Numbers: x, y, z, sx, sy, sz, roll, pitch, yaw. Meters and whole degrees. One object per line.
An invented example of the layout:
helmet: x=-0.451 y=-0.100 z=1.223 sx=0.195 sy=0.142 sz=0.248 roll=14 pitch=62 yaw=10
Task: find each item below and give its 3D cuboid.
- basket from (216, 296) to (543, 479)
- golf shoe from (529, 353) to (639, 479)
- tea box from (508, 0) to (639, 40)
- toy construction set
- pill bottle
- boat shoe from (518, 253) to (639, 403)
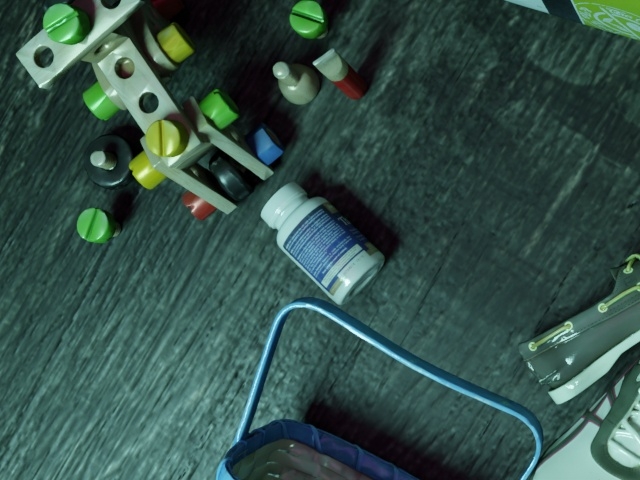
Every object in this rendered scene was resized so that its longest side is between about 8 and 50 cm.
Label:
basket: x=0.027 y=0.223 z=1.001 sx=0.254 sy=0.201 sz=0.289 roll=29 pitch=110 yaw=13
golf shoe: x=0.259 y=0.159 z=0.937 sx=0.105 sy=0.120 sz=0.273 roll=31 pitch=55 yaw=21
tea box: x=0.274 y=-0.309 z=0.909 sx=0.323 sy=0.329 sz=0.220 roll=22 pitch=91 yaw=23
toy construction set: x=-0.130 y=-0.154 z=1.058 sx=0.308 sy=0.237 sz=0.258 roll=-10 pitch=83 yaw=12
pill bottle: x=0.000 y=0.000 z=1.102 sx=0.120 sy=0.067 sz=0.067 roll=44 pitch=96 yaw=13
boat shoe: x=0.283 y=0.055 z=1.022 sx=0.227 sy=0.081 sz=0.069 roll=-41 pitch=82 yaw=10
